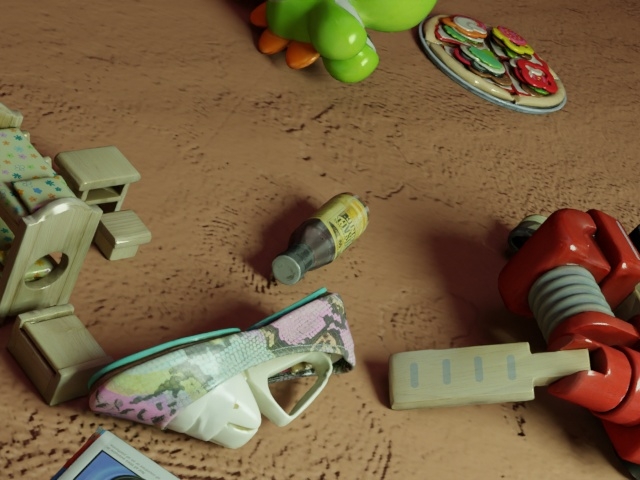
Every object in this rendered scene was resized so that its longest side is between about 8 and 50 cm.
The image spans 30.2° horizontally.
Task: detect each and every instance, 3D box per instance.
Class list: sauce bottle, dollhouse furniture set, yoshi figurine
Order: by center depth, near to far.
[{"bbox_3d":[-0.151,-0.005,0.809,0.161,0.101,0.182,-14,51,-46],"label":"dollhouse furniture set"},{"bbox_3d":[0.000,0.000,0.969,0.042,0.042,0.128,33,35,8],"label":"sauce bottle"},{"bbox_3d":[0.015,-0.317,1.282,0.203,0.203,0.362,10,39,-36],"label":"yoshi figurine"}]

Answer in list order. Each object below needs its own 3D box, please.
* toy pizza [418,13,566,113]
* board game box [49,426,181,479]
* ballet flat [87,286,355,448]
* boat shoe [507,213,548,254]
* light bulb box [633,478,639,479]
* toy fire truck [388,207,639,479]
[{"bbox_3d":[0.213,-0.223,1.437,0.201,0.032,0.201,19,34,-14],"label":"toy pizza"},{"bbox_3d":[-0.062,0.270,0.511,0.308,0.086,0.302,33,33,8],"label":"board game box"},{"bbox_3d":[-0.049,0.091,0.789,0.221,0.077,0.079,-17,73,-48],"label":"ballet flat"},{"bbox_3d":[0.238,0.032,1.092,0.152,0.056,0.049,31,37,23],"label":"boat shoe"},{"bbox_3d":[0.117,0.285,0.333,0.361,0.225,0.358,-17,84,-57],"label":"light bulb box"},{"bbox_3d":[0.182,0.073,0.930,0.246,0.158,0.217,21,32,-29],"label":"toy fire truck"}]
